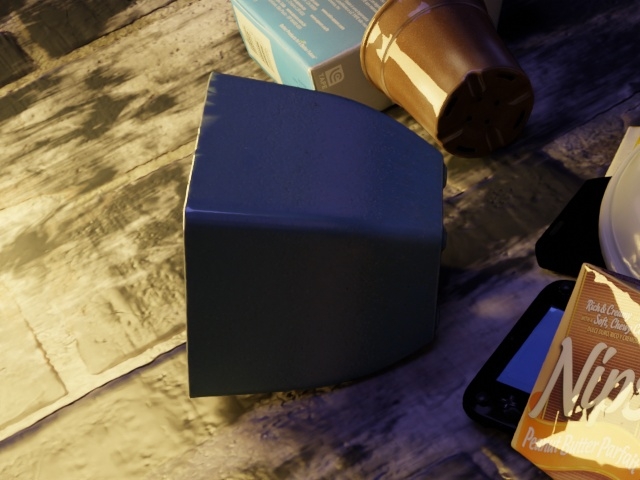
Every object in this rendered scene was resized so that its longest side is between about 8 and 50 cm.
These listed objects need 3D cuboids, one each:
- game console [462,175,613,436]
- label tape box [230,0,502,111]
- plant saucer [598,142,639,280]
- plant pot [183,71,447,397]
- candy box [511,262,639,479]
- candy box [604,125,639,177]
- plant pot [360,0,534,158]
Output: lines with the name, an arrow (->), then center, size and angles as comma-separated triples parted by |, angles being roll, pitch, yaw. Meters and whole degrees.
game console -> 0.281, 0.068, 1.783 | 0.213, 0.044, 0.361 | 14, 48, 36
label tape box -> 0.095, -0.293, 2.264 | 0.347, 0.115, 0.249 | -25, 38, -13
plant saucer -> 0.471, -0.041, 1.740 | 0.400, 0.101, 0.400 | -4, 43, 4
plant pot -> 0.000, 0.000, 1.836 | 0.252, 0.248, 0.247 | 3, 39, 2
candy box -> 0.293, 0.153, 1.496 | 0.183, 0.087, 0.316 | -69, 26, 7
candy box -> 0.413, -0.078, 1.923 | 0.205, 0.027, 0.105 | 5, 45, 29
plant pot -> 0.155, -0.189, 2.078 | 0.167, 0.167, 0.165 | -25, 46, -8
